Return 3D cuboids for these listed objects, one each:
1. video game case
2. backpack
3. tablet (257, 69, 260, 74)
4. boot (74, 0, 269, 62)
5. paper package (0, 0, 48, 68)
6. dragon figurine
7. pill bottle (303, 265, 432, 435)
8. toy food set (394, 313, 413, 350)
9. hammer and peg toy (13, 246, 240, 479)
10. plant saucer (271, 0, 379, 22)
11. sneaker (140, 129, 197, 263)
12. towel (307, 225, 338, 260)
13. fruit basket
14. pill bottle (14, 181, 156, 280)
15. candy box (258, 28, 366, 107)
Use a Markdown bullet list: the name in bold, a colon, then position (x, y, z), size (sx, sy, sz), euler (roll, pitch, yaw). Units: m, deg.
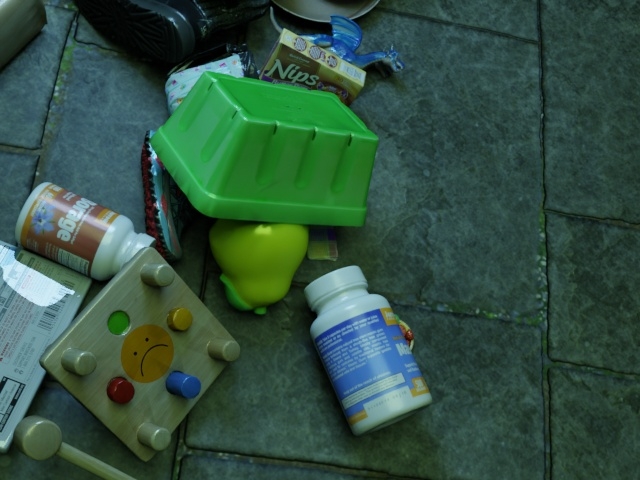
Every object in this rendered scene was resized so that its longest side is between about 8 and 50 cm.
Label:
- **video game case**: position (-0.577, 0.143, 1.419), size (0.299, 0.036, 0.329), euler (23, 57, -6)
- **backpack**: position (-0.205, -0.281, 1.659), size (0.181, 0.152, 0.115), euler (-16, 59, -6)
- **tablet**: position (-0.104, -0.327, 1.777), size (0.083, 0.006, 0.054), euler (-23, 75, -22)
- **boot**: position (-0.301, -0.488, 1.723), size (0.348, 0.131, 0.260), euler (33, 52, 18)
- **paper package**: position (-0.724, -0.410, 1.571), size (0.309, 0.168, 0.325), euler (33, 65, 3)
- **dragon figurine**: position (0.031, -0.403, 1.796), size (0.289, 0.085, 0.144), euler (34, 62, -3)
- **pill bottle**: position (0.073, 0.188, 1.522), size (0.152, 0.152, 0.272), euler (-18, 73, -20)
- **toy food set**: position (0.133, 0.181, 1.613), size (0.082, 0.020, 0.083), euler (43, 65, 6)
- **hammer and peg toy**: position (-0.309, 0.224, 1.383), size (0.361, 0.127, 0.266), euler (-52, 121, -25)
- **plant saucer**: position (-0.009, -0.589, 1.888), size (0.310, 0.050, 0.311), euler (5, 67, -12)
- **sneaker**: position (-0.255, -0.086, 1.586), size (0.125, 0.104, 0.262), euler (-1, 69, -18)
- **towel**: position (0.000, 0.000, 1.663), size (0.060, 0.009, 0.083), euler (-2, 68, -14)
- **fruit basket**: position (-0.106, -0.076, 1.548), size (0.392, 0.392, 0.283), euler (-21, 47, -21)
- **pill bottle**: position (-0.400, -0.006, 1.501), size (0.216, 0.121, 0.121), euler (24, 64, -1)
- **candy box**: position (-0.017, -0.324, 1.719), size (0.186, 0.109, 0.053), euler (25, 45, -15)
